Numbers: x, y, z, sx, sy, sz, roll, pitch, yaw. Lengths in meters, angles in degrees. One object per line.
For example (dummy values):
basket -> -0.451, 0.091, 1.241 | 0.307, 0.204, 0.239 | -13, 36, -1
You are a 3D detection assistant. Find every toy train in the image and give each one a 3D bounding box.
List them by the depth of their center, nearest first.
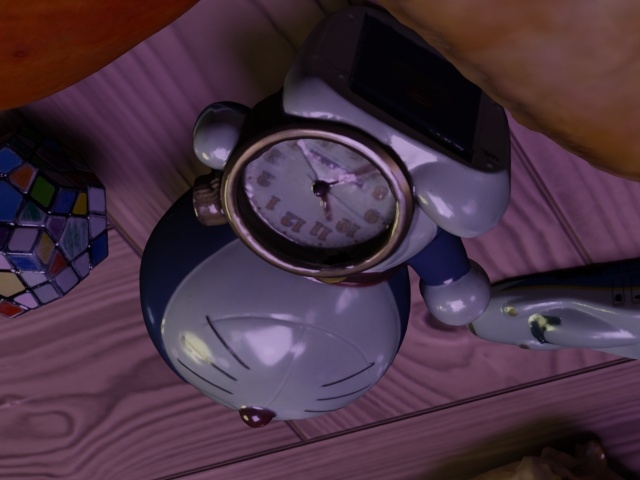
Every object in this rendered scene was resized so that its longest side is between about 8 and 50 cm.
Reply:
toy train -> 0.200, 0.043, 1.136 | 0.233, 0.051, 0.052 | -10, 133, 15

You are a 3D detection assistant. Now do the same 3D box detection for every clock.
clock -> 0.000, 0.000, 1.036 | 0.199, 0.146, 0.243 | 25, 131, -15

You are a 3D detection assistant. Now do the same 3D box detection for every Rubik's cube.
Rubik's cube -> -0.175, -0.011, 1.074 | 0.093, 0.111, 0.111 | -7, 144, -25

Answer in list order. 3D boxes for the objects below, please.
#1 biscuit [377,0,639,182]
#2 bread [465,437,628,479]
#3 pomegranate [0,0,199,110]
biscuit -> 0.234, -0.193, 0.773 | 0.429, 0.104, 0.446 | -37, 138, 17
bread -> 0.173, 0.389, 1.297 | 0.279, 0.371, 0.390 | -25, 135, 24
pomegranate -> -0.130, -0.179, 0.786 | 0.270, 0.229, 0.252 | -2, 134, -30
